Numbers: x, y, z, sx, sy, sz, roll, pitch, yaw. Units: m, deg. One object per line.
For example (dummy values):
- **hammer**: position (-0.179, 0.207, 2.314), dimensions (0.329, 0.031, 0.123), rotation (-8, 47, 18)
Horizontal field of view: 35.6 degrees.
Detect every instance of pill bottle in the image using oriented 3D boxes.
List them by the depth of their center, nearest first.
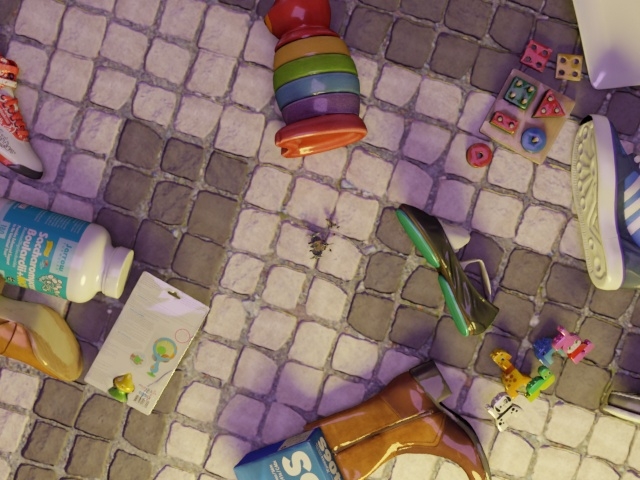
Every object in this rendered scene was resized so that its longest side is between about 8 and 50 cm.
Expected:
- **pill bottle**: position (-0.474, 0.024, 1.778), dimensions (0.264, 0.146, 0.146), rotation (15, 92, 0)

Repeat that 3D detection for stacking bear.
- **stacking bear**: position (-0.020, -0.312, 1.767), dimensions (0.164, 0.175, 0.289), rotation (-11, 84, 3)

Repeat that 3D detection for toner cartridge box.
- **toner cartridge box**: position (-0.009, 0.530, 1.800), dimensions (0.165, 0.075, 0.348), rotation (-24, 91, 21)

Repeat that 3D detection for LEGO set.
- **LEGO set**: position (0.368, 0.225, 1.803), dimensions (0.227, 0.087, 0.093), rotation (-44, 106, 1)
- **LEGO set**: position (0.003, 0.001, 1.839), dimensions (0.083, 0.023, 0.054), rotation (-40, 93, -12)

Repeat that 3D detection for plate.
- **plate**: position (0.575, -0.404, 1.707), dimensions (0.277, 0.045, 0.278), rotation (0, 121, 39)

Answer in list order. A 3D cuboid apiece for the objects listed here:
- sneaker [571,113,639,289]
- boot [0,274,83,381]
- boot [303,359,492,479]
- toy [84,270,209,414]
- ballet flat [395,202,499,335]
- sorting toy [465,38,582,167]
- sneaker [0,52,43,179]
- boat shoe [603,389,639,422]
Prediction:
- **sneaker**: position (0.591, -0.072, 1.787), dimensions (0.236, 0.130, 0.323), rotation (-5, 87, -9)
- **boot**: position (-0.593, 0.170, 1.809), dimensions (0.211, 0.104, 0.295), rotation (-19, 127, 28)
- **boot**: position (0.145, 0.392, 1.808), dimensions (0.280, 0.096, 0.264), rotation (-30, 91, 2)
- **toy**: position (-0.316, 0.186, 1.827), dimensions (0.137, 0.056, 0.237), rotation (30, 96, -4)
- **ballet flat**: position (0.238, 0.039, 1.806), dimensions (0.096, 0.095, 0.280), rotation (-31, 101, -9)
- **sorting toy**: position (0.384, -0.235, 1.814), dimensions (0.132, 0.046, 0.274), rotation (29, 91, 0)
- **sneaker**: position (-0.576, -0.243, 1.800), dimensions (0.270, 0.090, 0.145), rotation (41, 94, 2)
- **boat shoe**: position (0.661, 0.296, 1.797), dimensions (0.305, 0.109, 0.091), rotation (9, 91, -6)
